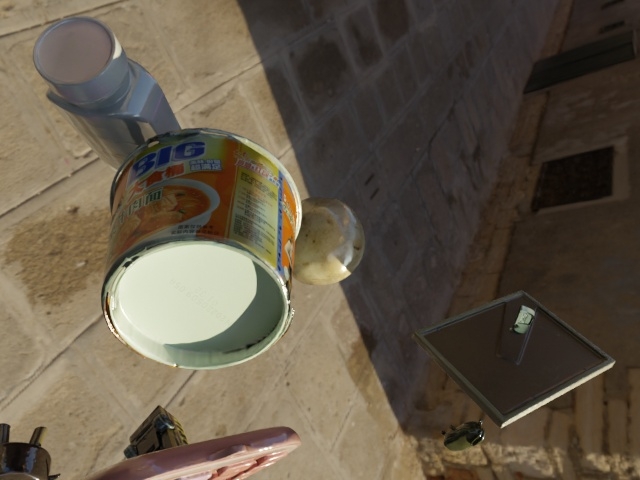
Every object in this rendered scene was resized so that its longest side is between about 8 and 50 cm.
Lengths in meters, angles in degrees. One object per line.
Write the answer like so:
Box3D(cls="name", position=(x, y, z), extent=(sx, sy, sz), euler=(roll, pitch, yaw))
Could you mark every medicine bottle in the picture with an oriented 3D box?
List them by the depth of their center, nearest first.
Box3D(cls="medicine bottle", position=(-0.307, -0.194, 0.797), extent=(0.296, 0.161, 0.111), euler=(83, 20, -73))

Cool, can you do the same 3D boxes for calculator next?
Box3D(cls="calculator", position=(-0.160, 0.247, 0.538), extent=(0.220, 0.329, 0.048), euler=(6, 57, -40))

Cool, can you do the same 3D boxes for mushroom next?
Box3D(cls="mushroom", position=(0.000, 0.000, 0.957), extent=(0.127, 0.166, 0.166), euler=(24, 61, -72))

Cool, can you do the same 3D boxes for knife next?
Box3D(cls="knife", position=(0.337, 0.137, 0.883), extent=(0.015, 0.028, 0.210), euler=(-68, 159, -12))

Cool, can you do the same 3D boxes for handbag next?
Box3D(cls="handbag", position=(0.324, 0.436, 1.179), extent=(0.072, 0.111, 0.047), euler=(34, 39, -12))

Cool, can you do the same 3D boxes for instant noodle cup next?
Box3D(cls="instant noodle cup", position=(-0.157, 0.025, 0.723), extent=(0.296, 0.296, 0.214), euler=(52, 17, -36))

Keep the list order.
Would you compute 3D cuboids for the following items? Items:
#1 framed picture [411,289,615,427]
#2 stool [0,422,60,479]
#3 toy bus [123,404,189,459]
Box3D(cls="framed picture", position=(0.371, 0.209, 1.018), extent=(0.324, 0.240, 0.020), euler=(-14, 129, -30))
Box3D(cls="stool", position=(-0.559, 0.398, 0.903), extent=(0.121, 0.217, 0.125), euler=(-115, -160, -45))
Box3D(cls="toy bus", position=(-0.355, 0.504, 1.200), extent=(0.121, 0.335, 0.123), euler=(-46, 114, -12))
